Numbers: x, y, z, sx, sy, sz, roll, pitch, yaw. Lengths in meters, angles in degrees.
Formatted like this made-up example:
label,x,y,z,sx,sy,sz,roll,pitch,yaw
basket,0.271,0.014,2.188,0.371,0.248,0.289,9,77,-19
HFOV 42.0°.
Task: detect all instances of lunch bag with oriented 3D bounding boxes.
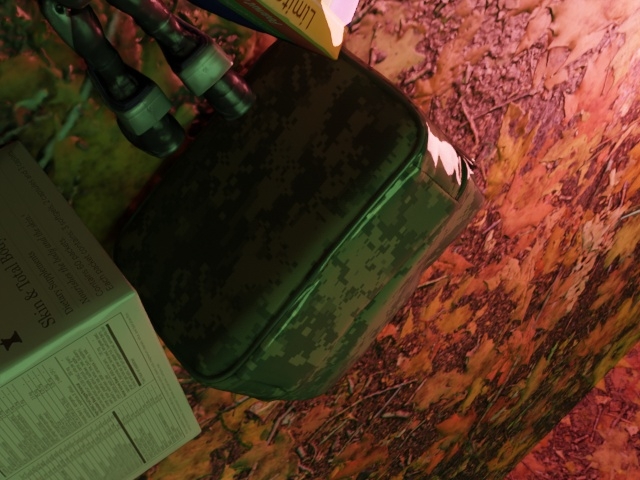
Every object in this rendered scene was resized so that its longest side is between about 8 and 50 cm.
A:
label,x,y,z,sx,sy,sz,roll,pitch,yaw
lunch bag,0.000,0.000,0.781,0.305,0.212,0.256,-51,145,8

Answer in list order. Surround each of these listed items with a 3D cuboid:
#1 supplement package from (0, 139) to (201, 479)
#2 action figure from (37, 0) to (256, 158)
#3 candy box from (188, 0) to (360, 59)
label,x,y,z,sx,sy,sz,roll,pitch,yaw
supplement package,-0.266,0.105,0.616,0.262,0.199,0.198,-33,143,-18
action figure,-0.160,-0.169,0.550,0.185,0.099,0.285,-37,142,-1
candy box,-0.020,-0.283,0.406,0.317,0.122,0.268,-65,161,6
